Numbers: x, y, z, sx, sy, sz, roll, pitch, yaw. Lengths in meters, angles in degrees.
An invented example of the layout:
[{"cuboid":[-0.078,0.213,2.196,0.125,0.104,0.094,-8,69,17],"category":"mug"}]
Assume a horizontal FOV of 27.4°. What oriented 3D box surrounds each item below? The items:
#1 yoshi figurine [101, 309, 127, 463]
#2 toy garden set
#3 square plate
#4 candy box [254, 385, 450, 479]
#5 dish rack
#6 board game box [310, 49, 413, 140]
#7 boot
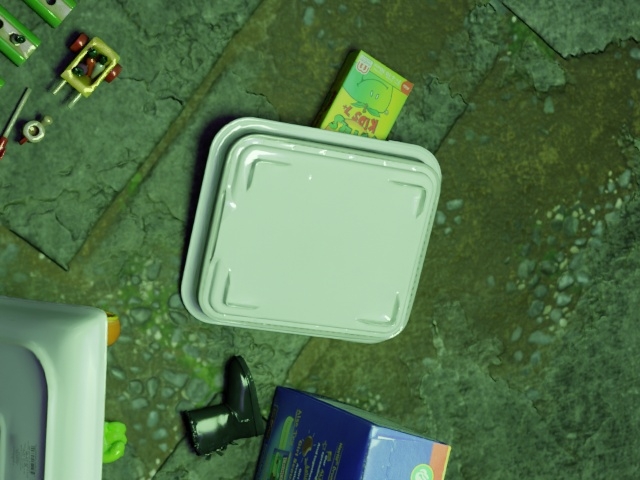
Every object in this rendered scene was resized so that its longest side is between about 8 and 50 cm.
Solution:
[{"cuboid":[-0.314,0.266,1.592,0.203,0.203,0.362,12,91,-28],"category":"yoshi figurine"},{"cuboid":[-0.380,-0.208,1.613,0.204,0.049,0.244,42,78,-18],"category":"toy garden set"},{"cuboid":[-0.372,0.234,1.492,0.049,0.344,0.347,1,93,-48],"category":"square plate"},{"cuboid":[0.018,0.344,1.656,0.122,0.317,0.268,15,87,-22],"category":"candy box"},{"cuboid":[0.000,0.000,1.735,0.332,0.072,0.286,8,104,-21],"category":"dish rack"},{"cuboid":[0.043,-0.156,1.788,0.092,0.043,0.181,30,81,-21],"category":"board game box"},{"cuboid":[-0.133,0.222,1.739,0.099,0.045,0.121,-16,99,-18],"category":"boot"}]
